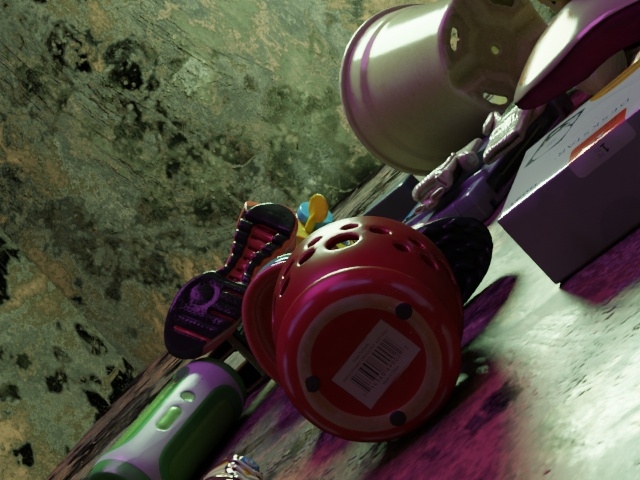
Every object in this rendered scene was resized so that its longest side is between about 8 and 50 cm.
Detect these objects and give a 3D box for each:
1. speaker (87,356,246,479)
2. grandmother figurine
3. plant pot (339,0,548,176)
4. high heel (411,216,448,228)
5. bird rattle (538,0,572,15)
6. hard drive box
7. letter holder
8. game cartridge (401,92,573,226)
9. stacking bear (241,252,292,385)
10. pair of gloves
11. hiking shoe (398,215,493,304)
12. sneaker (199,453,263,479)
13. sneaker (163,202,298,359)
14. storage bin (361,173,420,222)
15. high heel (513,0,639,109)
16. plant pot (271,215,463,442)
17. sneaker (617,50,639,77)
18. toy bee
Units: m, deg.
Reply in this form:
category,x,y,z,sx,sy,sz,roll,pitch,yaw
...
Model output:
category,x,y,z,sx,sy,sz,roll,pitch,yaw
speaker,-0.222,0.297,1.768,0.131,0.131,0.296,-39,6,37
grandmother figurine,0.428,-0.299,1.871,0.208,0.104,0.342,-35,7,19
plant pot,0.242,-0.303,2.109,0.334,0.334,0.305,-45,9,-20
high heel,0.113,0.021,1.776,0.117,0.082,0.244,-37,-1,-21
bird rattle,0.412,-0.348,1.641,0.207,0.254,0.143,152,134,-66
hard drive box,0.288,-0.079,1.197,0.181,0.089,0.232,-41,6,26
letter holder,-0.171,0.189,2.141,0.214,0.152,0.302,-43,5,21
game cartridge,0.244,-0.098,1.873,0.230,0.068,0.355,-31,12,45
stacking bear,-0.027,0.096,1.832,0.175,0.164,0.289,-42,1,5
pair of gloves,0.233,-0.140,1.764,0.240,0.042,0.204,-39,6,40
hiking shoe,0.074,0.075,1.408,0.304,0.113,0.132,-42,6,8
sneaker,-0.097,0.272,1.326,0.084,0.069,0.185,-51,9,-26
sneaker,-0.128,0.089,1.938,0.314,0.116,0.136,-51,-28,-25
storage bin,0.137,-0.042,2.028,0.135,0.091,0.098,-40,6,33
high heel,0.416,-0.262,1.502,0.377,0.181,0.127,-45,22,39
plant pot,0.043,0.085,1.140,0.191,0.191,0.174,-42,8,12
sneaker,0.374,-0.163,1.396,0.128,0.087,0.221,-51,-7,2
toy bee,0.000,0.000,2.245,0.298,0.195,0.162,-10,39,-14
